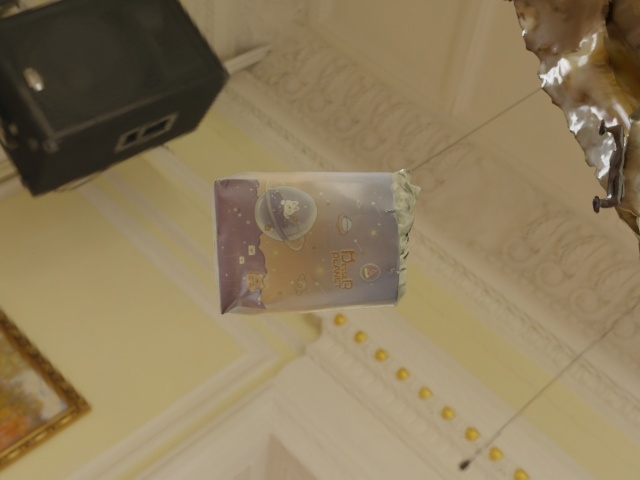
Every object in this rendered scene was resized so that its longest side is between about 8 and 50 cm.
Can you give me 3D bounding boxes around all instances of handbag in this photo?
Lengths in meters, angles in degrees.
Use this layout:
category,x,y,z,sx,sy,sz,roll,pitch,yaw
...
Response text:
category,x,y,z,sx,sy,sz,roll,pitch,yaw
handbag,0.000,0.000,0.754,0.095,0.173,0.117,-161,-112,-84

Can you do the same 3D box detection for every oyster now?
category,x,y,z,sx,sy,sz,roll,pitch,yaw
oyster,0.212,-0.111,0.588,0.198,0.133,0.337,109,-22,-74
